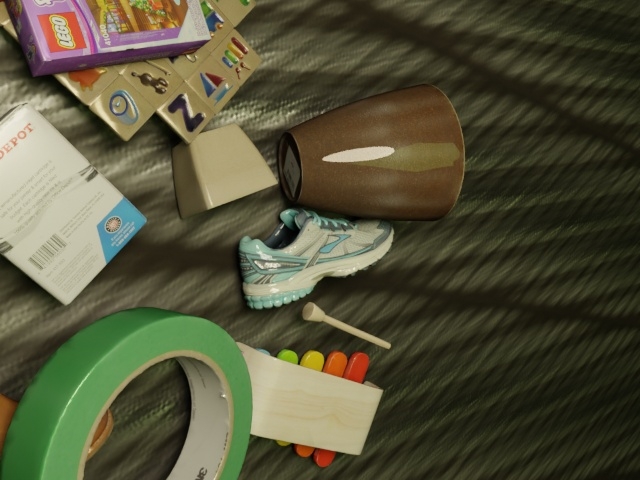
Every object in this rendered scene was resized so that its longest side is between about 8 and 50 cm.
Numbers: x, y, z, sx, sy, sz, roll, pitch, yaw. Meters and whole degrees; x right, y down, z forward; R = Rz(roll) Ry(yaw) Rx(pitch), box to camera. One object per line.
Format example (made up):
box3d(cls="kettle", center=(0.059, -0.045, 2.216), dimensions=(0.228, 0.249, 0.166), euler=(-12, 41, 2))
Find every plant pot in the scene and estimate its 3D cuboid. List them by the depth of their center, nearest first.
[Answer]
box3d(cls="plant pot", center=(-0.141, -0.097, 0.819), dimensions=(0.109, 0.109, 0.096), euler=(-25, 99, -31))
box3d(cls="plant pot", center=(0.061, -0.121, 0.918), dimensions=(0.230, 0.215, 0.215), euler=(-9, 103, -20))

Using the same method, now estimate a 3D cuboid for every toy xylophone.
box3d(cls="toy xylophone", center=(-0.007, 0.236, 0.980), dimensions=(0.322, 0.081, 0.236), euler=(35, 76, -35))

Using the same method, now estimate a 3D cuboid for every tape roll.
box3d(cls="tape roll", center=(-0.213, 0.245, 0.736), dimensions=(0.321, 0.077, 0.321), euler=(-14, 106, -55))

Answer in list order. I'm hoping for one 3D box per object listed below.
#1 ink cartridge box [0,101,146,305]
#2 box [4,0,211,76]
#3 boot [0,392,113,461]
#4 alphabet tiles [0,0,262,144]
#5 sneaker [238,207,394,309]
box3d(cls="ink cartridge box", center=(-0.324, -0.041, 0.700), dimensions=(0.139, 0.082, 0.191), euler=(-51, 121, -20))
box3d(cls="box", center=(-0.262, -0.344, 0.665), dimensions=(0.201, 0.057, 0.293), euler=(-22, 98, -37))
box3d(cls="boot", center=(-0.373, 0.175, 0.650), dimensions=(0.283, 0.109, 0.220), euler=(-8, 124, -24))
box3d(cls="alphabet tiles", center=(-0.232, -0.295, 0.726), dimensions=(0.342, 0.011, 0.285), euler=(46, 61, -24))
box3d(cls="sneaker", center=(0.000, 0.000, 0.934), dimensions=(0.283, 0.110, 0.122), euler=(-26, 108, -31))
